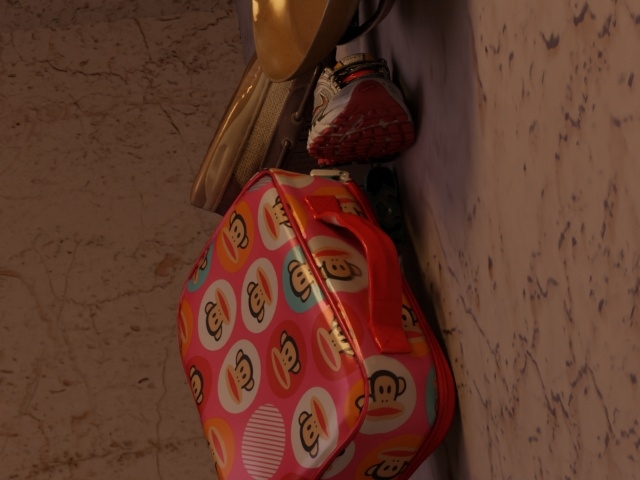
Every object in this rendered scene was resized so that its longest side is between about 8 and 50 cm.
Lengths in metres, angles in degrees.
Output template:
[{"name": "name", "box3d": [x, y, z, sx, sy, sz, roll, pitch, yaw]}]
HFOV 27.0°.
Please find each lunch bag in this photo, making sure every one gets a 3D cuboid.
[{"name": "lunch bag", "box3d": [-0.008, 0.083, 1.120, 0.258, 0.120, 0.293, -58, 40, 36]}]

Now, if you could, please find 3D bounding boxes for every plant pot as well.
[{"name": "plant pot", "box3d": [-0.001, -0.224, 0.918, 0.236, 0.032, 0.236, -173, 90, -73]}]

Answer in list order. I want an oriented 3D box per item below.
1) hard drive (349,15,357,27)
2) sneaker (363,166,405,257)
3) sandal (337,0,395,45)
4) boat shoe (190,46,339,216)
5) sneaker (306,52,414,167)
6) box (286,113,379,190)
[{"name": "hard drive", "box3d": [-0.018, -0.393, 1.392, 0.339, 0.064, 0.237, -103, 8, -46]}, {"name": "sneaker", "box3d": [0.056, -0.012, 1.218, 0.069, 0.038, 0.098, 93, 178, -71]}, {"name": "sandal", "box3d": [0.026, -0.219, 1.069, 0.265, 0.076, 0.102, -96, 20, -68]}, {"name": "boat shoe", "box3d": [-0.025, -0.144, 1.252, 0.285, 0.092, 0.103, -63, 11, -2]}, {"name": "sneaker", "box3d": [0.025, -0.114, 1.123, 0.225, 0.088, 0.093, 168, 97, -85]}, {"name": "box", "box3d": [0.000, 0.000, 1.390, 0.213, 0.117, 0.243, 121, 142, -82]}]
